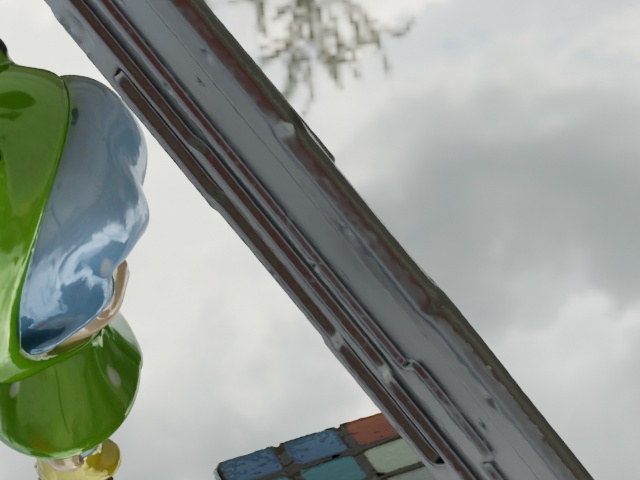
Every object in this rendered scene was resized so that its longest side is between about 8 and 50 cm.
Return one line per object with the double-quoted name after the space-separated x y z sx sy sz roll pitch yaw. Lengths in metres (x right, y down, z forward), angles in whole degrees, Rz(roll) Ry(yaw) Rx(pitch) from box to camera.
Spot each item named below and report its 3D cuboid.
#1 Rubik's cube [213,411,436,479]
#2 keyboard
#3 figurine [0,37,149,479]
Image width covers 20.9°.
0.044 0.194 0.949 0.154 0.155 0.151 -17 -160 -12 "Rubik's cube"
0.000 0.000 0.498 0.016 0.262 0.106 -40 -177 -17 "keyboard"
-0.151 0.022 0.892 0.143 0.263 0.162 -4 -138 3 "figurine"
